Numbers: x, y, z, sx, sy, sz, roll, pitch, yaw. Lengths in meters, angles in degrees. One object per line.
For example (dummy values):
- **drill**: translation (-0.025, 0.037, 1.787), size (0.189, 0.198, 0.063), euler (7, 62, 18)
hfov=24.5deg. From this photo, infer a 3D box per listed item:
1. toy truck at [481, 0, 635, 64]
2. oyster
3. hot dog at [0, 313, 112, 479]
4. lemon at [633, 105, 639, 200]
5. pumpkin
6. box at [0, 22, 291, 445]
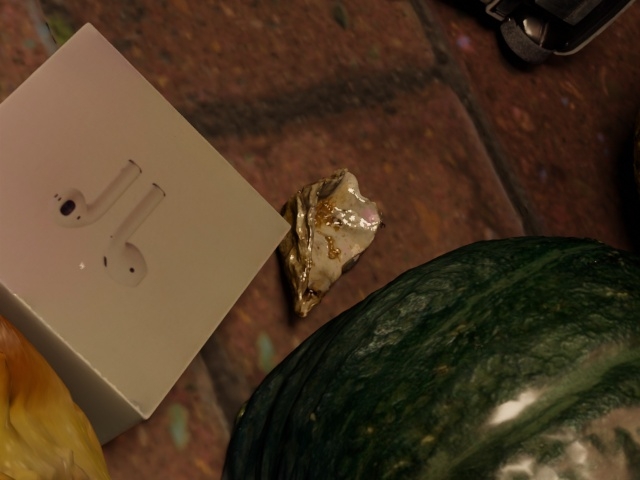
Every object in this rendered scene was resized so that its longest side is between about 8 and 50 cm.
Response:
- **toy truck**: translation (0.089, -0.204, 0.855), size (0.216, 0.110, 0.116), euler (24, 43, -26)
- **oyster**: translation (-0.002, -0.002, 0.724), size (0.093, 0.034, 0.051), euler (-43, 112, -55)
- **hot dog**: translation (-0.193, 0.089, 0.323), size (0.405, 0.223, 0.185), euler (5, 64, -38)
- **lemon**: translation (0.325, -0.034, 0.843), size (0.310, 0.258, 0.258), euler (42, 47, -1)
- **pumpkin**: translation (0.110, 0.133, 0.628), size (0.263, 0.197, 0.293), euler (-13, 73, -39)
- **box**: translation (-0.099, -0.003, 0.632), size (0.130, 0.051, 0.129), euler (45, 47, -10)
